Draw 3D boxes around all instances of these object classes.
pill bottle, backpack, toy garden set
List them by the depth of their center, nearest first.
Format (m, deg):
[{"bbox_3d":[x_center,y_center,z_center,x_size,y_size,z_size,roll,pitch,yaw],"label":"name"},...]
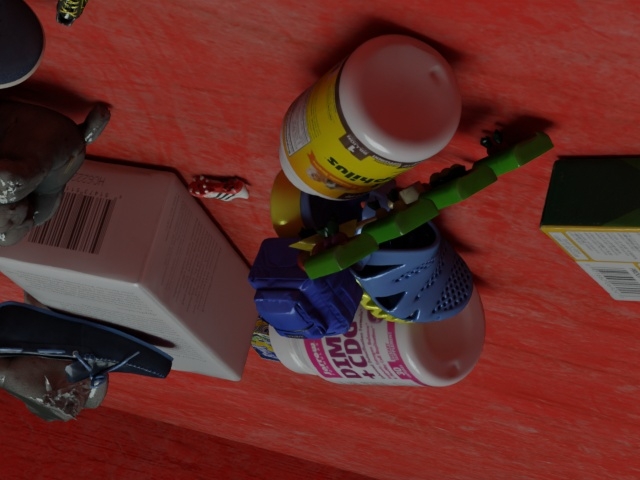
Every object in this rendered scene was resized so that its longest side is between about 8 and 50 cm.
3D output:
[{"bbox_3d":[0.036,-0.106,1.279,0.117,0.117,0.215,21,162,-17],"label":"pill bottle"},{"bbox_3d":[0.082,-0.041,1.355,0.049,0.244,0.204,61,163,-2],"label":"toy garden set"},{"bbox_3d":[-0.017,0.062,1.526,0.098,0.101,0.120,6,152,35],"label":"backpack"},{"bbox_3d":[0.070,0.116,1.854,0.160,0.160,0.283,29,158,-36],"label":"pill bottle"}]

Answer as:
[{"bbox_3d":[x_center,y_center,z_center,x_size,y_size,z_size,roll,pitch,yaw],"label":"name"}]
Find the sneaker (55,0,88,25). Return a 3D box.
[{"bbox_3d":[-0.227,-0.224,1.270,0.031,0.035,0.083,18,162,-11],"label":"sneaker"}]

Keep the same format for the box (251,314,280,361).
[{"bbox_3d":[-0.085,0.155,2.274,0.059,0.054,0.169,10,161,15],"label":"box"}]

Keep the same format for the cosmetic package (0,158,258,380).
[{"bbox_3d":[-0.254,0.046,1.907,0.230,0.161,0.453,10,162,16],"label":"cosmetic package"}]

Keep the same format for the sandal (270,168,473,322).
[{"bbox_3d":[0.086,0.009,1.594,0.138,0.126,0.317,-7,154,41],"label":"sandal"}]

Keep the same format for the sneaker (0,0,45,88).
[{"bbox_3d":[-0.388,-0.240,1.196,0.350,0.131,0.148,25,164,-29],"label":"sneaker"}]

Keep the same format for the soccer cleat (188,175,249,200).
[{"bbox_3d":[-0.126,-0.062,1.694,0.083,0.029,0.035,-1,152,30],"label":"soccer cleat"}]

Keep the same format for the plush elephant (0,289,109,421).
[{"bbox_3d":[-0.433,0.157,2.298,0.272,0.255,0.330,37,161,-30],"label":"plush elephant"}]

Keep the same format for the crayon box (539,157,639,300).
[{"bbox_3d":[0.408,-0.005,1.340,0.323,0.083,0.203,2,158,37],"label":"crayon box"}]

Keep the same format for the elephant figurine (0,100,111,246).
[{"bbox_3d":[-0.402,-0.122,1.561,0.239,0.186,0.169,38,129,13],"label":"elephant figurine"}]

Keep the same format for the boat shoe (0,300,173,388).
[{"bbox_3d":[-0.337,0.161,1.912,0.258,0.089,0.109,14,163,5],"label":"boat shoe"}]
